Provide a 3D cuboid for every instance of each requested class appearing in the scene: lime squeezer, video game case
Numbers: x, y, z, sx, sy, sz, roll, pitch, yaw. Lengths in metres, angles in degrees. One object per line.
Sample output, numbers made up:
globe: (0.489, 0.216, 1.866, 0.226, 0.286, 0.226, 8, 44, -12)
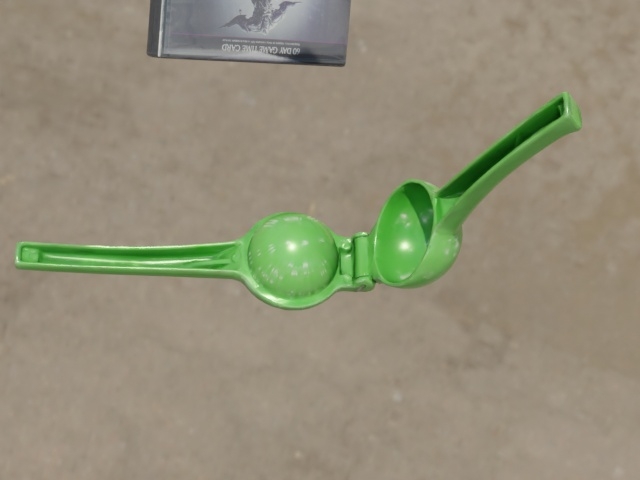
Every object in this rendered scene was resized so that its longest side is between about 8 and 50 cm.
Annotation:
lime squeezer: (0.000, 0.000, 0.852, 0.110, 0.310, 0.059, 15, 64, -62)
video game case: (-0.048, -0.284, 1.392, 0.196, 0.274, 0.026, -2, 10, -39)
